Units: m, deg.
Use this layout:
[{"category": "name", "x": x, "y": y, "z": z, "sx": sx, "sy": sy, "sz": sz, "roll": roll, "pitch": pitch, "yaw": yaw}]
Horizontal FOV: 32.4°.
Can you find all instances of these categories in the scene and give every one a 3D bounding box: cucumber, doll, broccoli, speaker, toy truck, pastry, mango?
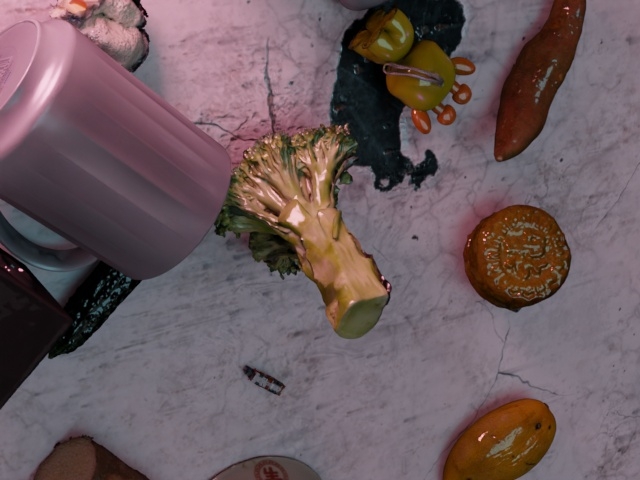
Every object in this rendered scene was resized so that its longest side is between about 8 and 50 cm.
[{"category": "cucumber", "x": -0.309, "y": 0.061, "z": 1.649, "sx": 0.300, "sy": 0.072, "sz": 0.072, "roll": -50, "pitch": 126, "yaw": -6}, {"category": "doll", "x": 0.155, "y": -0.277, "z": 1.765, "sx": 0.221, "sy": 0.135, "sz": 0.143, "roll": 41, "pitch": 83, "yaw": -24}, {"category": "broccoli", "x": -0.019, "y": 0.012, "z": 1.650, "sx": 0.252, "sy": 0.361, "sz": 0.221, "roll": -30, "pitch": 140, "yaw": 27}, {"category": "speaker", "x": -0.492, "y": 0.100, "z": 1.440, "sx": 0.232, "sy": 0.254, "sz": 0.184, "roll": -51, "pitch": 127, "yaw": -5}, {"category": "toy truck", "x": -0.097, "y": 0.238, "z": 1.876, "sx": 0.083, "sy": 0.032, "sz": 0.024, "roll": 32, "pitch": 93, "yaw": -39}, {"category": "pastry", "x": 0.355, "y": 0.032, "z": 1.992, "sx": 0.189, "sy": 0.103, "sz": 0.188, "roll": 1, "pitch": 84, "yaw": -10}, {"category": "mango", "x": 0.356, "y": 0.412, "z": 2.175, "sx": 0.262, "sy": 0.109, "sz": 0.157, "roll": -37, "pitch": 127, "yaw": -13}]

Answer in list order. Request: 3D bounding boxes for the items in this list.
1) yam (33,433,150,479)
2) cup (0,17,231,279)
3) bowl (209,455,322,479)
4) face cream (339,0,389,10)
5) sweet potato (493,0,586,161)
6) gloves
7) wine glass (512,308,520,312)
[{"category": "yam", "x": -0.331, "y": 0.419, "z": 1.748, "sx": 0.238, "sy": 0.129, "sz": 0.128, "roll": 47, "pitch": 46, "yaw": -36}, {"category": "cup", "x": -0.343, "y": -0.100, "z": 1.490, "sx": 0.323, "sy": 0.237, "sz": 0.327, "roll": -37, "pitch": 130, "yaw": 21}, {"category": "bowl", "x": -0.092, "y": 0.562, "z": 1.929, "sx": 0.337, "sy": 0.157, "sz": 0.337, "roll": -11, "pitch": 113, "yaw": -27}, {"category": "face cream", "x": 0.057, "y": -0.522, "z": 1.642, "sx": 0.163, "sy": 0.080, "sz": 0.336, "roll": -30, "pitch": 121, "yaw": -18}, {"category": "sweet potato", "x": 0.376, "y": -0.282, "z": 1.929, "sx": 0.354, "sy": 0.095, "sz": 0.106, "roll": -64, "pitch": 172, "yaw": -8}, {"category": "gloves", "x": -0.296, "y": -0.300, "z": 1.515, "sx": 0.153, "sy": 0.070, "sz": 0.114, "roll": 35, "pitch": 66, "yaw": -39}, {"category": "wine glass", "x": 0.398, "y": 0.060, "z": 2.084, "sx": 0.155, "sy": 0.073, "sz": 0.073, "roll": -43, "pitch": 125, "yaw": -9}]
